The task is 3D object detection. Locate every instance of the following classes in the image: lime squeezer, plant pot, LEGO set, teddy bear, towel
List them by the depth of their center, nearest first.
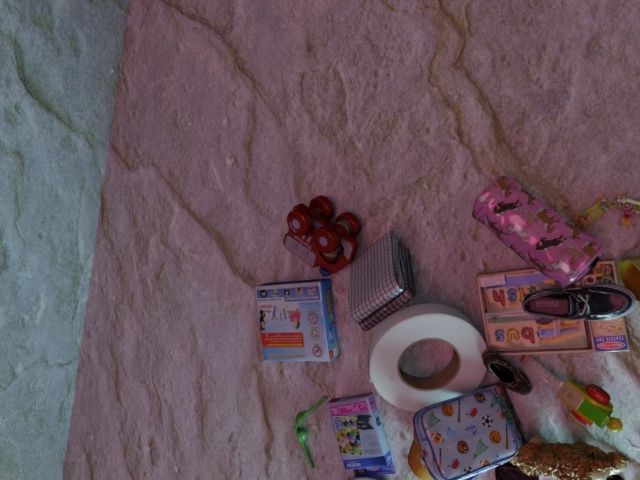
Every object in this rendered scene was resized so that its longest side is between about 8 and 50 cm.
[{"bbox_3d":[0.925,0.097,1.481,0.095,0.134,0.134,-23,83,2],"label":"plant pot"},{"bbox_3d":[0.837,-0.073,1.512,0.286,0.107,0.132,-2,94,28],"label":"LEGO set"},{"bbox_3d":[0.727,0.640,1.554,0.244,0.338,0.113,-12,81,-14],"label":"teddy bear"},{"bbox_3d":[0.390,0.712,1.784,0.205,0.205,0.188,37,126,20],"label":"plant pot"},{"bbox_3d":[0.205,0.141,1.795,0.121,0.284,0.235,33,123,-23],"label":"towel"},{"bbox_3d":[-0.052,0.755,2.104,0.109,0.059,0.311,9,98,-3],"label":"lime squeezer"}]

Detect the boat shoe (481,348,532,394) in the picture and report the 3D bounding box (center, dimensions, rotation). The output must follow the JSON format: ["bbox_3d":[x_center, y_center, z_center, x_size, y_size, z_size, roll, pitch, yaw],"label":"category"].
[{"bbox_3d":[0.593,0.429,1.664,0.207,0.073,0.073,37,104,-11],"label":"boat shoe"}]

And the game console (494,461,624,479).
[{"bbox_3d":[0.765,0.894,1.676,0.386,0.060,0.343,-5,87,28],"label":"game console"}]

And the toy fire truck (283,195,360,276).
[{"bbox_3d":[0.000,0.000,1.955,0.302,0.169,0.254,34,133,22],"label":"toy fire truck"}]

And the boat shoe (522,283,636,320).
[{"bbox_3d":[0.743,0.183,1.524,0.301,0.102,0.108,-2,91,29],"label":"boat shoe"}]

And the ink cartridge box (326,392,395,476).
[{"bbox_3d":[0.151,0.744,1.981,0.185,0.065,0.311,-19,87,28],"label":"ink cartridge box"}]

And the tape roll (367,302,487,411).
[{"bbox_3d":[0.347,0.390,1.725,0.391,0.072,0.393,0,113,-1],"label":"tape roll"}]

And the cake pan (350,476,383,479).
[{"bbox_3d":[0.203,1.026,1.981,0.293,0.054,0.294,3,96,28],"label":"cake pan"}]

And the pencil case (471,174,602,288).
[{"bbox_3d":[0.636,-0.035,1.568,0.386,0.167,0.160,43,155,28],"label":"pencil case"}]

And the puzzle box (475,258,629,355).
[{"bbox_3d":[0.708,0.216,1.633,0.408,0.052,0.272,-10,88,28],"label":"puzzle box"}]

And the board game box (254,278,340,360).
[{"bbox_3d":[-0.093,0.312,2.056,0.308,0.086,0.302,-6,92,28],"label":"board game box"}]

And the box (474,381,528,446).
[{"bbox_3d":[0.590,0.583,1.744,0.114,0.036,0.207,-27,82,27],"label":"box"}]

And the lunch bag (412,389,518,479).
[{"bbox_3d":[0.444,0.614,1.635,0.303,0.115,0.243,-13,69,-15],"label":"lunch bag"}]

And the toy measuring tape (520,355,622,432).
[{"bbox_3d":[0.776,0.461,1.618,0.330,0.121,0.122,41,114,43],"label":"toy measuring tape"}]
